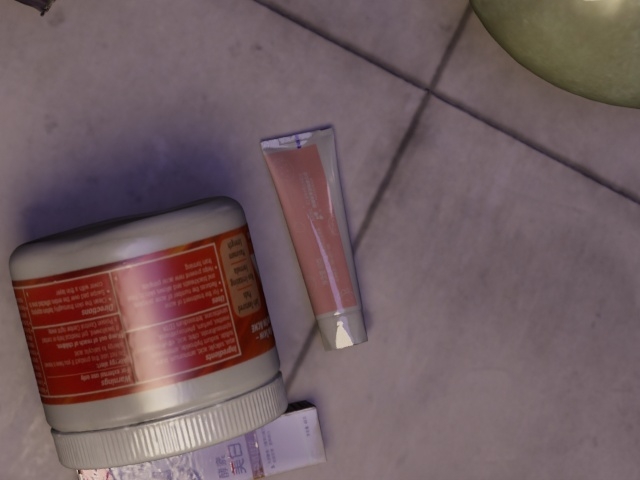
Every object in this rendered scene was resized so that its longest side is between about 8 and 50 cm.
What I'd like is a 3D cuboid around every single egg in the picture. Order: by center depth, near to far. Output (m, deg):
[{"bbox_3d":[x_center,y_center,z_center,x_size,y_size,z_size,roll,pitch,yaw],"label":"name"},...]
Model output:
[{"bbox_3d":[0.291,-0.241,1.637,0.352,0.258,0.258,-2,92,-13],"label":"egg"}]

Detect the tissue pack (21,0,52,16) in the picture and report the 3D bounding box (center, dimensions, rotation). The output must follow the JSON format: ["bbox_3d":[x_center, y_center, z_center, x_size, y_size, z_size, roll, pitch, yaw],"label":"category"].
[{"bbox_3d":[-0.321,-0.327,1.510,0.343,0.242,0.125,37,88,-11],"label":"tissue pack"}]

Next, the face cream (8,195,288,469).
[{"bbox_3d":[-0.142,0.073,1.578,0.201,0.201,0.187,-14,94,-11],"label":"face cream"}]

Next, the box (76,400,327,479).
[{"bbox_3d":[-0.105,0.191,1.671,0.218,0.039,0.055,-13,96,-11],"label":"box"}]

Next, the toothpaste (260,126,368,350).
[{"bbox_3d":[0.000,0.000,1.691,0.067,0.043,0.194,-13,88,-9],"label":"toothpaste"}]
